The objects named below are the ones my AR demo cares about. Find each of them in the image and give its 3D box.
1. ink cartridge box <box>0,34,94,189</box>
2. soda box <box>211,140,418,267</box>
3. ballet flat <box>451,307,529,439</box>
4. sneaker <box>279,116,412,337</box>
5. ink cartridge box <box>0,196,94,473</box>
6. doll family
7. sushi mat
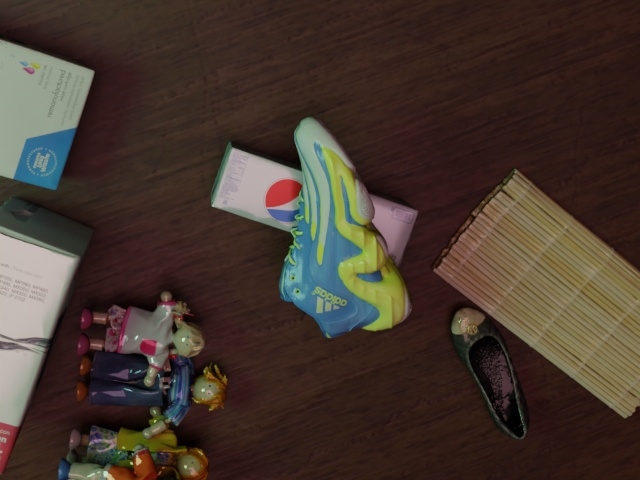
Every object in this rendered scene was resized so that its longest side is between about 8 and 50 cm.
[{"bbox_3d":[-0.362,-0.149,1.083,0.231,0.078,0.134,15,99,-25],"label":"ink cartridge box"},{"bbox_3d":[-0.008,-0.040,1.177,0.216,0.074,0.069,19,98,-10],"label":"soda box"},{"bbox_3d":[0.203,0.153,1.254,0.057,0.049,0.173,-29,103,-2],"label":"ballet flat"},{"bbox_3d":[0.000,0.000,1.102,0.126,0.091,0.240,-25,105,0],"label":"sneaker"},{"bbox_3d":[-0.323,0.091,1.113,0.100,0.172,0.237,20,98,-11],"label":"ink cartridge box"},{"bbox_3d":[-0.189,0.189,1.196,0.163,0.118,0.263,7,82,-2],"label":"doll family"},{"bbox_3d":[0.294,0.066,1.265,0.316,0.019,0.151,37,95,-12],"label":"sushi mat"}]
